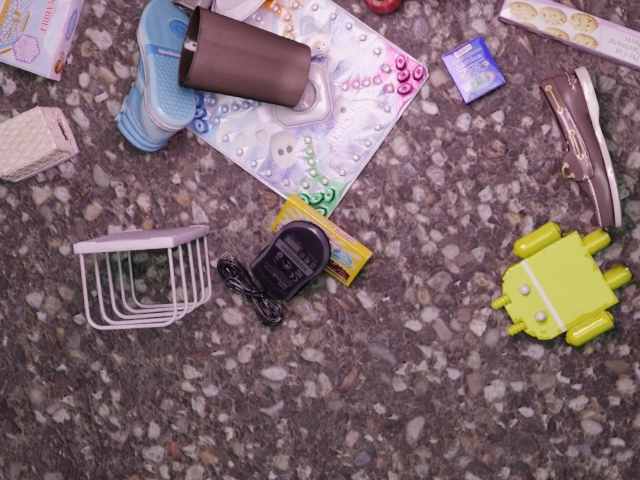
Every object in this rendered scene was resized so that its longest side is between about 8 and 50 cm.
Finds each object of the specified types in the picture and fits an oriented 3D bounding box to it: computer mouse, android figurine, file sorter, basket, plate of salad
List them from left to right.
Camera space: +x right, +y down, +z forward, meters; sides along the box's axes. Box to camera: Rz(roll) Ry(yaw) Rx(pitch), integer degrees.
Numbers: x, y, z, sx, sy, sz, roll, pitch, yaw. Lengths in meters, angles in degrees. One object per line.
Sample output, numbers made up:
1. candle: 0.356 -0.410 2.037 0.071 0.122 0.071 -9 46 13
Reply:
1. basket: -0.622 -0.204 1.880 0.167 0.103 0.113 -24 89 9
2. file sorter: -0.341 0.069 1.775 0.193 0.278 0.173 -4 95 8
3. basket: -0.145 -0.345 1.707 0.227 0.204 0.154 12 111 -19
4. plate of salad: -0.143 -0.507 1.781 0.200 0.200 0.048 -50 130 8
5. computer mouse: -0.074 0.043 1.821 0.188 0.072 0.272 49 125 -2
6. android figurine: 0.479 0.092 1.782 0.273 0.056 0.248 -29 90 6

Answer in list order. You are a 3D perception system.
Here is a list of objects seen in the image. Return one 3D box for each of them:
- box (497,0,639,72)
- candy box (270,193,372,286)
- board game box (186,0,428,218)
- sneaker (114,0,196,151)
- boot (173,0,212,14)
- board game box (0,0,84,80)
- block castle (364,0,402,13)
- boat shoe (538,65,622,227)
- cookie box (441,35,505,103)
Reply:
1. box: 0.511 -0.412 1.740 0.324 0.063 0.067 22 97 5
2. candy box: 0.000 0.000 1.824 0.206 0.027 0.105 36 132 4
3. board game box: -0.043 -0.301 1.826 0.390 0.050 0.390 36 97 4
4. sneaker: -0.354 -0.330 1.832 0.208 0.127 0.318 -36 49 46
5. boot: -0.199 -0.546 1.769 0.076 0.190 0.208 39 80 -32
6. board game box: -0.663 -0.540 1.883 0.318 0.066 0.318 20 96 6
7. block castle: 0.253 -0.646 1.682 0.453 0.213 0.302 -20 91 11
8. boat shoe: 0.512 -0.173 1.732 0.097 0.116 0.324 -15 88 13
9. cookie box: 0.308 -0.342 1.782 0.092 0.040 0.107 -28 90 9
